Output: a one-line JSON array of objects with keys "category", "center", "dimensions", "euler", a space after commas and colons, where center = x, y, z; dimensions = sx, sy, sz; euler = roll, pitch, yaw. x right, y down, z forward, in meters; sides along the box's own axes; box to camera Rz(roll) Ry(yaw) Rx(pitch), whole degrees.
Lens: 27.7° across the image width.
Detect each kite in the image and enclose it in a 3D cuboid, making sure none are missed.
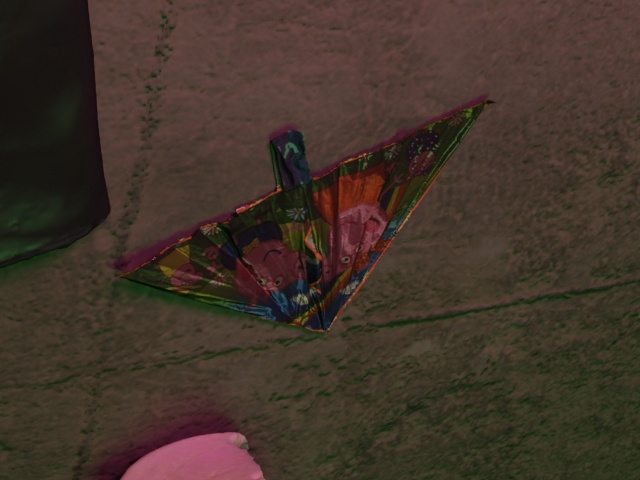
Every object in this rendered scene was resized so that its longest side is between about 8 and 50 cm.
[{"category": "kite", "center": [0.000, 0.000, 0.999], "dimensions": [0.321, 0.016, 0.234], "euler": [-25, 138, -15]}]

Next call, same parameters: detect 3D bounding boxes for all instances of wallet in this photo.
[{"category": "wallet", "center": [-0.200, -0.093, 0.760], "dimensions": [0.146, 0.030, 0.285], "euler": [-21, 138, -23]}]

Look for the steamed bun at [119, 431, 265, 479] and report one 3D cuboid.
[{"category": "steamed bun", "center": [-0.074, 0.268, 1.077], "dimensions": [0.170, 0.200, 0.225], "euler": [-55, 158, -49]}]
